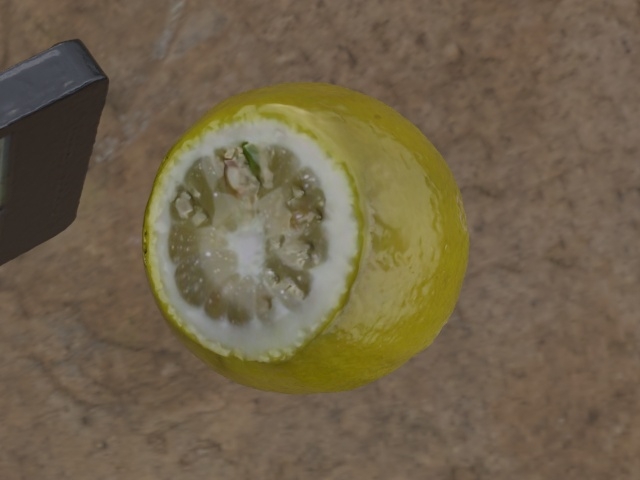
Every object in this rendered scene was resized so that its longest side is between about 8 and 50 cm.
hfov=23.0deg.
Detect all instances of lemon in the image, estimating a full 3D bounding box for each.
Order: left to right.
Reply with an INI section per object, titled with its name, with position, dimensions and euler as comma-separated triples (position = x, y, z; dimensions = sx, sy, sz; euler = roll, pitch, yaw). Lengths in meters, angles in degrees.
[lemon]
position = 0.000, 0.000, 1.200
dimensions = 0.219, 0.240, 0.240
euler = 4, 76, -60

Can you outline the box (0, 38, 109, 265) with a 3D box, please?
[box]
position = -0.315, -0.053, 1.478
dimensions = 0.211, 0.350, 0.058
euler = -30, 79, -25
